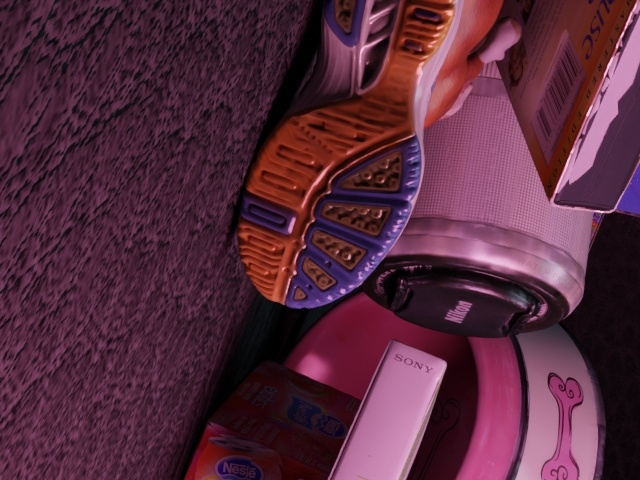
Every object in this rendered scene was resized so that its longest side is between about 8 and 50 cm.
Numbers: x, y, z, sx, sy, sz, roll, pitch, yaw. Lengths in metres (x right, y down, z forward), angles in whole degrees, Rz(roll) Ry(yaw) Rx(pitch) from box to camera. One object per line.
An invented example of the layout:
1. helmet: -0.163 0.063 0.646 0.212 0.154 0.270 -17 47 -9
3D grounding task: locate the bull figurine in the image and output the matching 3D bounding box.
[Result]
1. bull figurine: 0.105 -0.216 1.316 0.188 0.101 0.310 -26 145 -58

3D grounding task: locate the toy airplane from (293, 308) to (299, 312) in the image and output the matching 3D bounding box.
1. toy airplane: 0.000 0.000 1.647 0.151 0.028 0.151 23 90 -86

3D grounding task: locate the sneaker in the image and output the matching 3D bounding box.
1. sneaker: 0.036 -0.094 1.187 0.131 0.111 0.296 -51 164 -71

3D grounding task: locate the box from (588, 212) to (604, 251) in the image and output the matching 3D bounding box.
1. box: 0.229 -0.018 2.433 0.290 0.279 0.177 103 12 -64

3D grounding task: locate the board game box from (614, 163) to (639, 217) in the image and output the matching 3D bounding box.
1. board game box: 0.298 -0.179 2.191 0.291 0.232 0.141 -103 -151 -57

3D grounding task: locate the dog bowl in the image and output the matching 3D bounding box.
1. dog bowl: 0.086 0.220 1.808 0.408 0.150 0.408 -27 -132 34

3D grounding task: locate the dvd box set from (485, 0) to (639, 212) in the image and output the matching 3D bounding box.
1. dvd box set: 0.212 -0.271 1.426 0.420 0.062 0.308 -103 -156 -49

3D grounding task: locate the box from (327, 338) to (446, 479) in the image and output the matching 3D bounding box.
1. box: 0.027 0.243 1.502 0.322 0.058 0.232 101 13 -67

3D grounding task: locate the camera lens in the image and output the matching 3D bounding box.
1. camera lens: 0.151 -0.060 1.653 0.219 0.219 0.274 97 3 -71

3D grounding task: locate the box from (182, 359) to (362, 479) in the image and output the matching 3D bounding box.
1. box: -0.045 0.212 1.610 0.257 0.122 0.128 -40 152 -77
